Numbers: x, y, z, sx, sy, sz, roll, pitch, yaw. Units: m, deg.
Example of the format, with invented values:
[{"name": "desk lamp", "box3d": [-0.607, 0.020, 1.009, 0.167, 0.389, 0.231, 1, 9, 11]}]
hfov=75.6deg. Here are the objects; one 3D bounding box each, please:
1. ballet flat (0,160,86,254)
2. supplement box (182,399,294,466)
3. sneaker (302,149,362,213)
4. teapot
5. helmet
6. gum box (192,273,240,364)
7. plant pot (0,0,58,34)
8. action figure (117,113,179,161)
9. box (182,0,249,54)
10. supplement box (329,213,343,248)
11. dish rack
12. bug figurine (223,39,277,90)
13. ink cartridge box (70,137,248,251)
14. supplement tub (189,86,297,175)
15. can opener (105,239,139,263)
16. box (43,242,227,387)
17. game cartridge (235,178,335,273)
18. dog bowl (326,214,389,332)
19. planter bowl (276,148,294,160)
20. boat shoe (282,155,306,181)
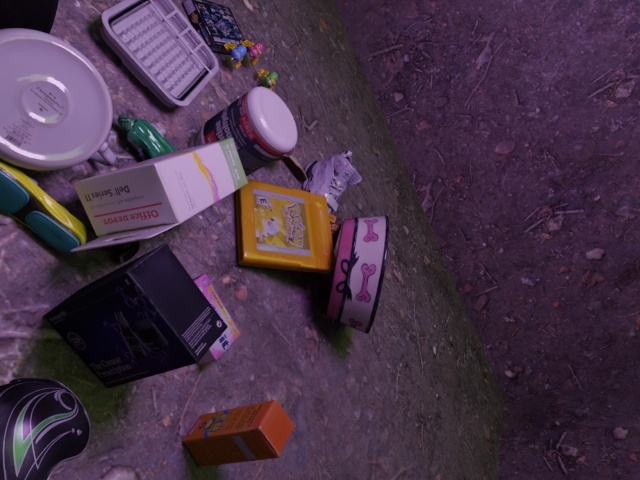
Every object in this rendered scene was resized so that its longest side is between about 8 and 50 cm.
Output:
[{"name": "ballet flat", "box3d": [-0.523, -0.068, 0.748, 0.231, 0.077, 0.077, 52, 15, -32]}, {"name": "supplement box", "box3d": [-0.170, 0.393, 0.836, 0.080, 0.233, 0.078, 57, 31, -11]}, {"name": "sneaker", "box3d": [0.041, -0.197, 1.602, 0.137, 0.210, 0.366, 38, 41, -41]}, {"name": "teapot", "box3d": [-0.525, -0.248, 0.758, 0.252, 0.187, 0.256, -21, 115, -42]}, {"name": "helmet", "box3d": [-0.428, 0.286, 0.563, 0.169, 0.169, 0.161, 65, 14, -4]}, {"name": "gum box", "box3d": [-0.276, 0.189, 0.973, 0.188, 0.062, 0.107, 62, 30, -9]}, {"name": "plant pot", "box3d": [-0.621, -0.516, 0.784, 0.187, 0.167, 0.188, 63, 31, -7]}, {"name": "action figure", "box3d": [-0.409, -0.221, 1.033, 0.232, 0.063, 0.137, 51, 35, -33]}, {"name": "box", "box3d": [-0.368, -0.761, 1.478, 0.175, 0.051, 0.220, 64, 30, -6]}, {"name": "supplement box", "box3d": [0.000, 0.000, 1.444, 0.104, 0.081, 0.188, 21, 64, -7]}, {"name": "dish rack", "box3d": [-0.451, -0.540, 1.173, 0.285, 0.072, 0.333, 49, 34, -30]}, {"name": "bug figurine", "box3d": [-0.233, -0.622, 1.524, 0.279, 0.072, 0.216, 58, 35, -36]}, {"name": "ink cartridge box", "box3d": [-0.326, -0.106, 0.838, 0.353, 0.207, 0.119, -54, 132, -62]}, {"name": "supplement tub", "box3d": [-0.220, -0.289, 1.175, 0.191, 0.272, 0.191, 37, 41, -41]}, {"name": "can opener", "box3d": [-0.414, -0.030, 0.920, 0.059, 0.073, 0.186, 19, 38, -3]}, {"name": "box", "box3d": [-0.325, 0.141, 0.724, 0.184, 0.261, 0.103, 59, 31, -13]}, {"name": "game cartridge", "box3d": [-0.107, -0.044, 1.304, 0.323, 0.052, 0.285, 7, 62, -30]}, {"name": "dog bowl", "box3d": [0.121, 0.103, 1.414, 0.408, 0.150, 0.408, 9, 90, -88]}, {"name": "planter bowl", "box3d": [-0.182, -0.344, 1.441, 0.162, 0.109, 0.162, 37, 41, -41]}, {"name": "boat shoe", "box3d": [-0.095, -0.292, 1.607, 0.135, 0.050, 0.045, 52, 38, -25]}]
